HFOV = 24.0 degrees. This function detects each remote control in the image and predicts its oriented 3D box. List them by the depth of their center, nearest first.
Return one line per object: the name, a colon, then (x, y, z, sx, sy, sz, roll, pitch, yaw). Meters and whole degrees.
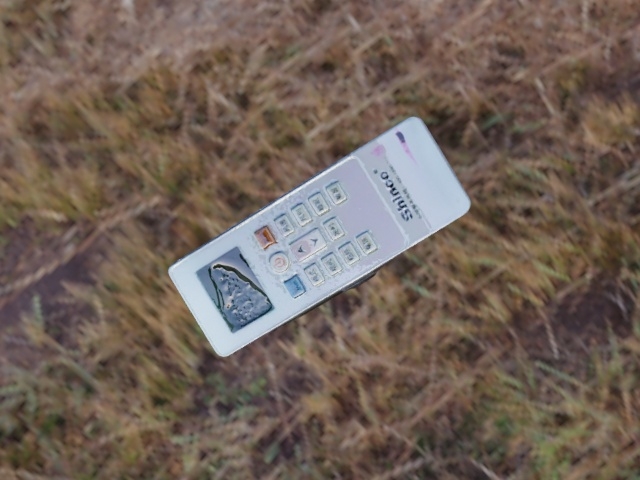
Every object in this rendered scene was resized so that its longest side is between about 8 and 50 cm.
remote control: (0.000, 0.000, 0.835, 0.166, 0.065, 0.029, -31, 1, 15)
